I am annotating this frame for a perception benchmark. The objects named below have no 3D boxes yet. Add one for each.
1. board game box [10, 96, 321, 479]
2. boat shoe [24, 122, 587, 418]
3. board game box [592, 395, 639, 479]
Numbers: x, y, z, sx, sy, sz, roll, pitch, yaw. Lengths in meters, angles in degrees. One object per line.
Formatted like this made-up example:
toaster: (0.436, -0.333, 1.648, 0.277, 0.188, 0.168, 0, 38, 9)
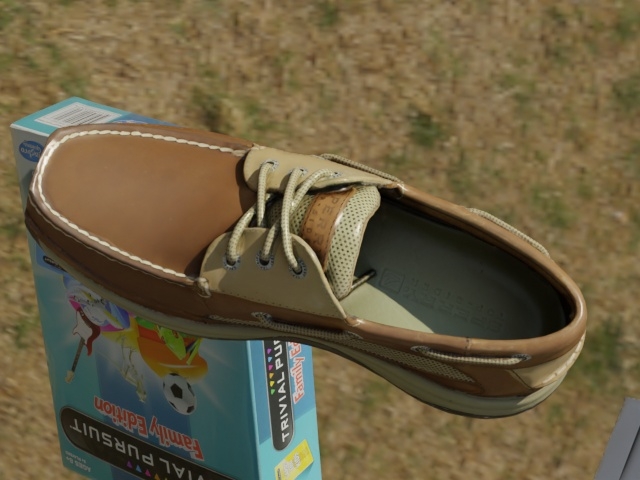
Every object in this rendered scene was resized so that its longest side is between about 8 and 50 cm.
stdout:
board game box: (-0.125, 0.071, 1.410, 0.079, 0.253, 0.336, -29, 125, -42)
boat shoe: (0.000, 0.000, 0.947, 0.324, 0.120, 0.123, 17, 70, -4)
board game box: (0.127, 0.210, 0.486, 0.053, 0.193, 0.305, 48, 61, -51)
